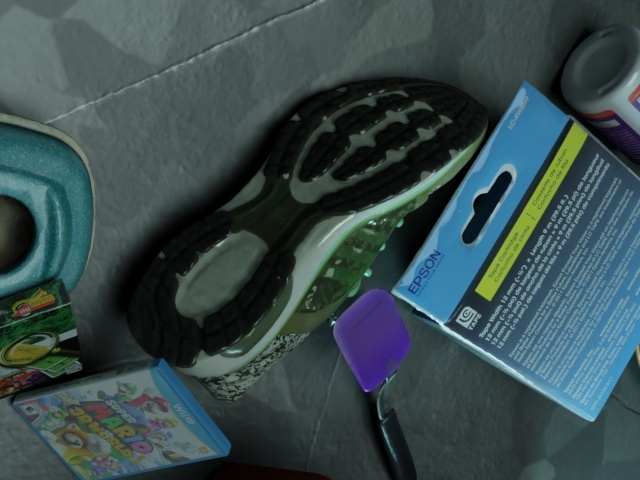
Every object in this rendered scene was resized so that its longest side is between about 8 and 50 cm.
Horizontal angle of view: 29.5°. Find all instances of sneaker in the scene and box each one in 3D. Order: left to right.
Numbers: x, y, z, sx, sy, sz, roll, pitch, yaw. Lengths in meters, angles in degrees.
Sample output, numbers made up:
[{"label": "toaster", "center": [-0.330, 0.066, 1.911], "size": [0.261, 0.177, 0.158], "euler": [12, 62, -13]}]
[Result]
[{"label": "sneaker", "center": [0.000, 0.000, 1.177], "size": [0.410, 0.158, 0.182], "euler": [-40, 149, -16]}]

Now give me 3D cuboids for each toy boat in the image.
[{"label": "toy boat", "center": [-0.297, -0.072, 0.938], "size": [0.268, 0.148, 0.318], "euler": [-7, 109, -29]}]

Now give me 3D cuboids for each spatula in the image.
[{"label": "spatula", "center": [0.071, 0.171, 1.278], "size": [0.084, 0.030, 0.296], "euler": [-43, 139, -29]}]

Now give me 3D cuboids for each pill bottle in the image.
[{"label": "pill bottle", "center": [0.362, -0.144, 1.341], "size": [0.193, 0.108, 0.108], "euler": [34, 86, -34]}]

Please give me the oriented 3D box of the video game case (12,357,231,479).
[{"label": "video game case", "center": [-0.179, 0.166, 1.093], "size": [0.119, 0.166, 0.015], "euler": [57, 31, -30]}]

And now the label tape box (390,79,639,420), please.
[{"label": "label tape box", "center": [0.225, 0.011, 1.299], "size": [0.348, 0.115, 0.249], "euler": [33, 87, -35]}]

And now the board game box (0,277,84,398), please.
[{"label": "board game box", "center": [-0.323, 0.114, 0.984], "size": [0.260, 0.030, 0.136], "euler": [-20, 153, -16]}]

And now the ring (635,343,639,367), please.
[{"label": "ring", "center": [0.519, 0.064, 1.548], "size": [0.337, 0.032, 0.336], "euler": [-9, 109, -28]}]

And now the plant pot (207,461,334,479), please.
[{"label": "plant pot", "center": [-0.036, 0.362, 1.164], "size": [0.267, 0.267, 0.235], "euler": [41, 63, -26]}]
